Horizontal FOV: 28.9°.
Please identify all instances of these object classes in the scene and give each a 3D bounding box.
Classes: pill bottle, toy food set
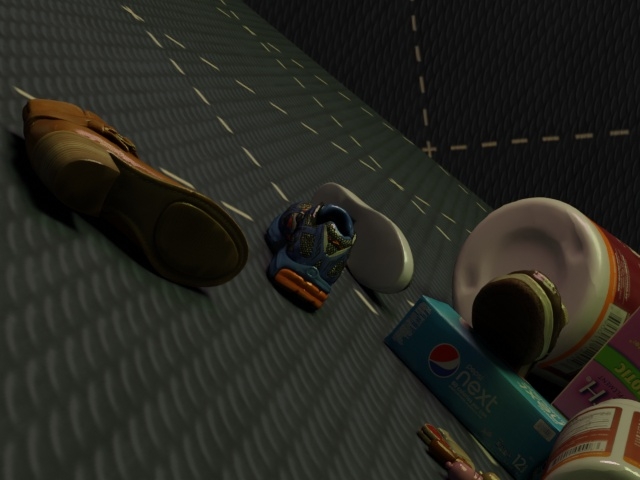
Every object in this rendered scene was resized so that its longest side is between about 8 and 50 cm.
[{"bbox_3d":[0.373,0.103,1.740,0.392,0.224,0.224,27,16,-49],"label":"pill bottle"},{"bbox_3d":[0.126,0.196,1.087,0.078,0.019,0.122,28,15,-45],"label":"toy food set"},{"bbox_3d":[0.261,0.217,1.109,0.121,0.121,0.216,41,20,7],"label":"pill bottle"}]

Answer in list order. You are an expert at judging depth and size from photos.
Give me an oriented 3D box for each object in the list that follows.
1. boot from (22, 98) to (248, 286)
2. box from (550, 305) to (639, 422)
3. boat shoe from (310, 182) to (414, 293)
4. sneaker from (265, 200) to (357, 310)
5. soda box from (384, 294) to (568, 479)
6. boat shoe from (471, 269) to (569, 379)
[{"bbox_3d":[-0.153,-0.047,1.018,0.197,0.073,0.152,35,7,-34],"label":"boot"},{"bbox_3d":[0.401,0.200,1.393,0.213,0.243,0.117,46,13,27],"label":"box"},{"bbox_3d":[0.063,0.004,1.523,0.076,0.080,0.228,29,7,-36],"label":"boat shoe"},{"bbox_3d":[0.000,0.000,1.282,0.083,0.087,0.221,37,11,-15],"label":"sneaker"},{"bbox_3d":[0.165,0.151,1.277,0.210,0.067,0.071,46,13,29],"label":"soda box"},{"bbox_3d":[0.218,0.085,1.332,0.095,0.095,0.257,51,-19,15],"label":"boat shoe"}]
